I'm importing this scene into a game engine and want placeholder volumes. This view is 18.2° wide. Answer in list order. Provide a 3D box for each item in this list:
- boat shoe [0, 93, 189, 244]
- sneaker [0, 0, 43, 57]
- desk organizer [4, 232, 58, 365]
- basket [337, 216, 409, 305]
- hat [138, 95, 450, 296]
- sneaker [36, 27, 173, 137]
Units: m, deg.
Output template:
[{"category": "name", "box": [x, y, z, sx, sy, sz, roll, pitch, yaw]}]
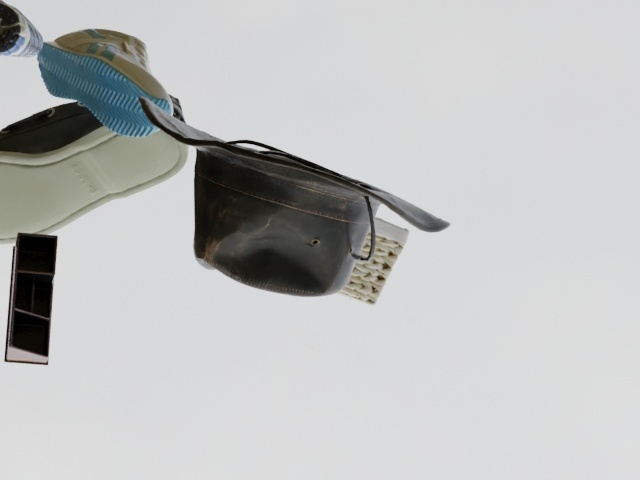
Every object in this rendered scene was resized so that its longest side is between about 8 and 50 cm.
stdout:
[{"category": "boat shoe", "box": [-0.307, -0.096, 2.294, 0.340, 0.127, 0.113, -21, -147, 17]}, {"category": "sneaker", "box": [-0.284, -0.186, 1.661, 0.135, 0.058, 0.052, 36, -82, 29]}, {"category": "desk organizer", "box": [-0.302, 0.060, 2.090, 0.047, 0.050, 0.130, 5, -111, -11]}, {"category": "basket", "box": [0.000, 0.000, 2.357, 0.113, 0.167, 0.103, 25, -87, 63]}, {"category": "hat", "box": [-0.048, -0.021, 1.910, 0.331, 0.331, 0.134, 27, -84, 52]}, {"category": "sneaker", "box": [-0.217, -0.180, 2.145, 0.092, 0.087, 0.229, -23, -146, -28]}]
